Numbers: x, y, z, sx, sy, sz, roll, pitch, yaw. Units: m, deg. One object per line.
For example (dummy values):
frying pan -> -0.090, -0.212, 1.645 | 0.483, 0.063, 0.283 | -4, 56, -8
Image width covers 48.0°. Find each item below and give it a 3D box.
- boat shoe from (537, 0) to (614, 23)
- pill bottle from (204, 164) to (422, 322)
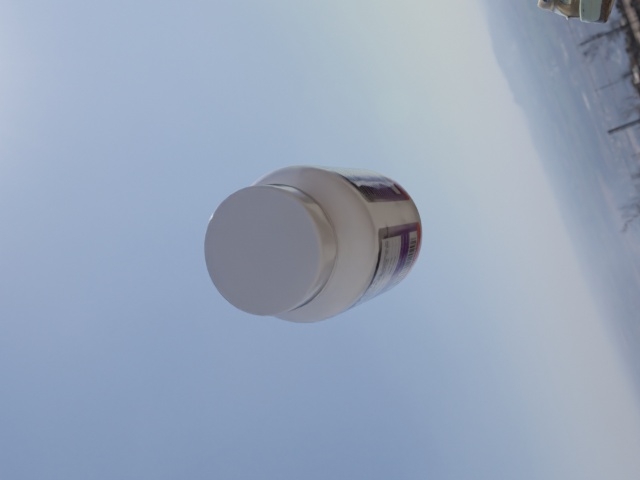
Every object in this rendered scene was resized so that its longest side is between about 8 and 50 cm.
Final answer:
boat shoe -> 0.181, -0.240, 0.514 | 0.068, 0.072, 0.190 | -59, -28, -33
pill bottle -> 0.000, 0.000, 0.517 | 0.193, 0.108, 0.108 | -10, -101, -68
